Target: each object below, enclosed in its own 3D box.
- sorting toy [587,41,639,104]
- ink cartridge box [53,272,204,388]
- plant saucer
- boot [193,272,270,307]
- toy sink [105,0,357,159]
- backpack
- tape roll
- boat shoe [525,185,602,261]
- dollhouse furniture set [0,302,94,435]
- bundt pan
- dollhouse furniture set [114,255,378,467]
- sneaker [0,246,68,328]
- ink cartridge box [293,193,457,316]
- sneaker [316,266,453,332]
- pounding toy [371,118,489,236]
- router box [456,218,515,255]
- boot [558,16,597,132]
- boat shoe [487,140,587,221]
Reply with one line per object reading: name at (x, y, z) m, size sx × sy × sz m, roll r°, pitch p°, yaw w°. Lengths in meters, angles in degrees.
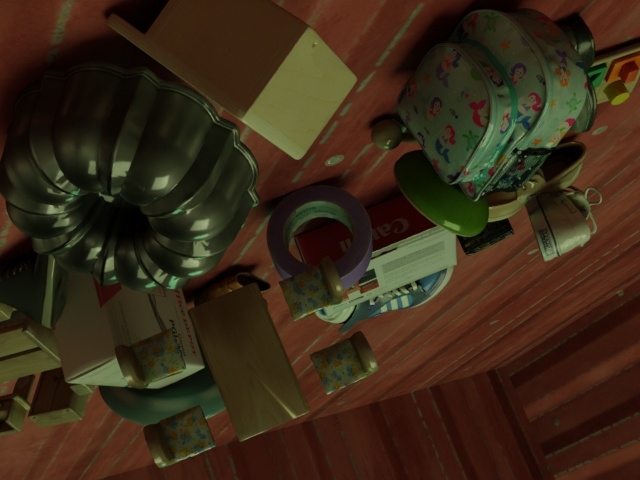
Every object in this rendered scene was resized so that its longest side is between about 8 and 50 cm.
sorting toy at (0.514, -0.281, 1.675) m, size 0.347 × 0.047 × 0.196 m, roll -19°, pitch 160°, yaw -7°
ink cartridge box at (-0.350, 0.148, 1.662) m, size 0.117 × 0.207 × 0.283 m, roll -26°, pitch 160°, yaw 18°
plant saucer at (-0.291, 0.244, 1.857) m, size 0.317 × 0.317 × 0.044 m, roll -15°, pitch 128°, yaw -18°
boot at (-0.154, 0.120, 1.971) m, size 0.197 × 0.073 × 0.152 m, roll 5°, pitch 152°, yaw -45°
toy sink at (-0.098, -0.221, 1.048) m, size 0.131 × 0.234 × 0.153 m, roll -54°, pitch 154°, yaw 3°
backpack at (0.249, -0.209, 1.340) m, size 0.191 × 0.225 × 0.253 m, roll -7°, pitch 148°, yaw -40°
tape roll at (0.000, 0.000, 1.667) m, size 0.189 × 0.189 × 0.080 m, roll -20°, pitch 160°, yaw -4°
boat shoe at (0.527, -0.060, 1.972) m, size 0.156 × 0.136 × 0.367 m, roll -18°, pitch -173°, yaw 13°
dollhouse furniture set at (-0.599, 0.195, 1.779) m, size 0.303 × 0.174 × 0.355 m, roll -15°, pitch 133°, yaw 20°
bundt pan at (-0.245, -0.054, 1.136) m, size 0.331 × 0.124 × 0.331 m, roll 7°, pitch 139°, yaw 6°
dollhouse furniture set at (-0.147, 0.102, 1.412) m, size 0.362 × 0.394 × 0.256 m, roll -23°, pitch 170°, yaw -5°
sneaker at (-0.466, 0.041, 1.463) m, size 0.118 × 0.083 × 0.222 m, roll 20°, pitch 126°, yaw 0°
ink cartridge box at (0.117, 0.011, 1.898) m, size 0.309 × 0.130 × 0.272 m, roll -22°, pitch 158°, yaw 0°
sneaker at (0.131, 0.109, 2.160) m, size 0.323 × 0.130 × 0.236 m, roll -27°, pitch 164°, yaw 31°
pounding toy at (0.210, -0.128, 1.514) m, size 0.183 × 0.237 × 0.110 m, roll -3°, pitch 140°, yaw -48°
router box at (0.367, -0.032, 2.097) m, size 0.122 × 0.092 × 0.038 m, roll -27°, pitch 160°, yaw 16°
boot at (0.366, -0.255, 1.525) m, size 0.161 × 0.083 × 0.246 m, roll -20°, pitch 142°, yaw 4°
boat shoe at (0.415, -0.129, 1.888) m, size 0.302 × 0.109 × 0.098 m, roll -20°, pitch 155°, yaw -20°
